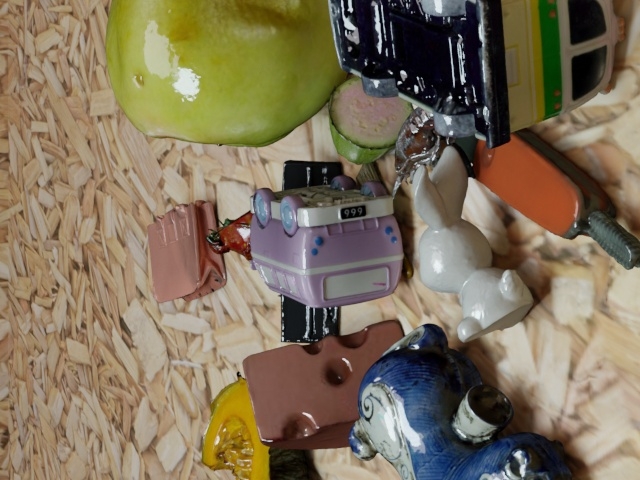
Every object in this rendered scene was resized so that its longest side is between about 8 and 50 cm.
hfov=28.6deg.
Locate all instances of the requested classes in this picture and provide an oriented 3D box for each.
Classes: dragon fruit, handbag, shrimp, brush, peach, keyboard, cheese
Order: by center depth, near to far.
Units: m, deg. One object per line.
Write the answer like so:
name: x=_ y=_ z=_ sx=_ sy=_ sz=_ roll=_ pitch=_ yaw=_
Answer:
brush: x=0.223 y=-0.051 z=1.235 sx=0.323 sy=0.051 sz=0.070 roll=51 pitch=131 yaw=53
shrimp: x=0.116 y=-0.104 z=1.426 sx=0.165 sy=0.065 sz=0.056 roll=113 pitch=175 yaw=-50
brush: x=0.081 y=-0.025 z=1.557 sx=0.043 sy=0.014 sz=0.170 roll=116 pitch=139 yaw=-51
cheese: x=-0.005 y=0.196 z=1.575 sx=0.203 sy=0.177 sz=0.128 roll=-45 pitch=54 yaw=57
peach: x=-0.119 y=-0.268 z=1.621 sx=0.281 sy=0.314 sz=0.315 roll=135 pitch=130 yaw=-76
keyboard: x=-0.016 y=0.017 z=1.689 sx=0.017 sy=0.087 sz=0.250 roll=-43 pitch=-46 yaw=-76
dragon fruit: x=-0.080 y=-0.007 z=1.758 sx=0.175 sy=0.138 sz=0.142 roll=49 pitch=176 yaw=22
handbag: x=-0.229 y=0.020 z=2.134 sx=0.212 sy=0.059 sz=0.157 roll=-21 pitch=76 yaw=61

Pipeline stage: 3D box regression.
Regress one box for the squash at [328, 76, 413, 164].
squash: x=0.048 y=-0.126 z=1.537 sx=0.132 sy=0.105 sz=0.105 roll=113 pitch=145 yaw=-63

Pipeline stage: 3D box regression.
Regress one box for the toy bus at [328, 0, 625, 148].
toy bus: x=0.139 y=-0.215 z=1.226 sx=0.305 sy=0.179 sz=0.143 roll=37 pitch=142 yaw=56

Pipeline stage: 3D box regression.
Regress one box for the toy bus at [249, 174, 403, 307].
toy bus: x=0.000 y=0.000 z=1.558 sx=0.202 sy=0.142 sz=0.142 roll=-162 pitch=64 yaw=-66

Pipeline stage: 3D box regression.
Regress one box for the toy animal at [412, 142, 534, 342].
toy animal: x=0.154 y=0.004 z=1.308 sx=0.181 sy=0.131 sz=0.127 roll=56 pitch=136 yaw=18

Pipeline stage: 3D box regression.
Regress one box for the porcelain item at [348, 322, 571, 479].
porcelain item: x=0.148 y=0.217 z=1.330 sx=0.186 sy=0.138 sz=0.288 roll=-57 pitch=44 yaw=35

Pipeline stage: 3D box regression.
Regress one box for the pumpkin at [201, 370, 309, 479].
pumpkin: x=-0.063 y=0.300 z=1.816 sx=0.278 sy=0.111 sz=0.163 roll=34 pitch=110 yaw=58
